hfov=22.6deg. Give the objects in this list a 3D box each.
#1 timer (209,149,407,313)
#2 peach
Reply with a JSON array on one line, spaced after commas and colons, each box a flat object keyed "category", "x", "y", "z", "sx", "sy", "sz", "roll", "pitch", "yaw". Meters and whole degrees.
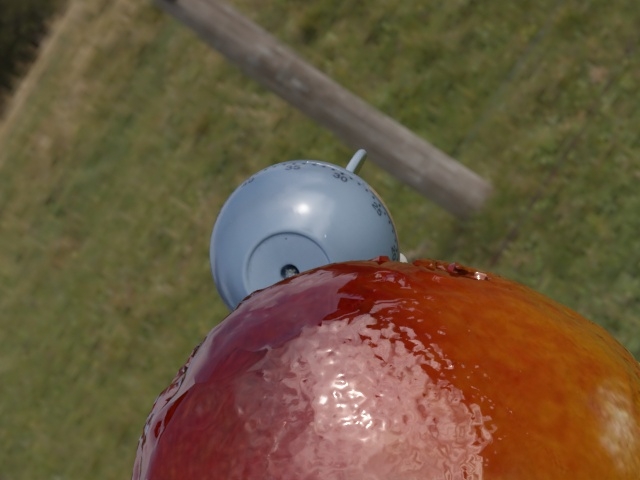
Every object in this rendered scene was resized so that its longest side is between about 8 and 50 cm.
[{"category": "timer", "x": 0.012, "y": 0.010, "z": 1.371, "sx": 0.175, "sy": 0.175, "sz": 0.255, "roll": -52, "pitch": -22, "yaw": 21}, {"category": "peach", "x": 0.047, "y": 0.133, "z": 0.750, "sx": 0.281, "sy": 0.281, "sz": 0.238, "roll": -60, "pitch": 10, "yaw": -6}]
